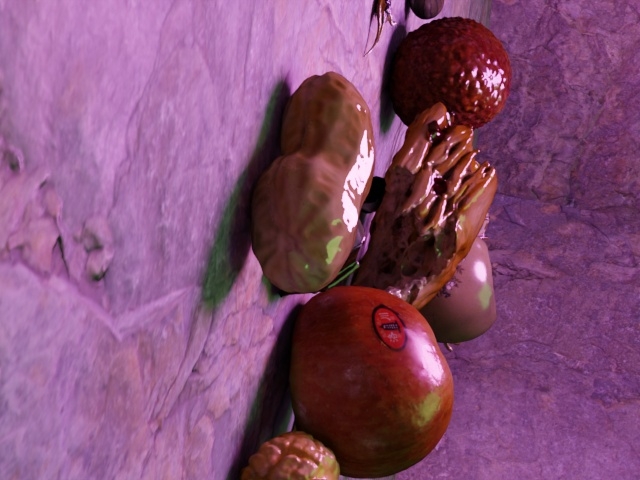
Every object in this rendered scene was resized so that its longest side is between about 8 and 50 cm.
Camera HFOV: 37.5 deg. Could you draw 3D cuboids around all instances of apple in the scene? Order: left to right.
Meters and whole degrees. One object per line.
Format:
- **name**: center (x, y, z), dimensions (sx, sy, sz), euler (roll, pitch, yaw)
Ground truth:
- **apple**: center (0.082, 0.219, 1.489), dimensions (0.277, 0.250, 0.309), euler (71, 15, -64)

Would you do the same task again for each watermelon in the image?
- **watermelon**: center (0.215, -0.495, 1.912), dimensions (0.110, 0.078, 0.078), euler (85, 21, -56)

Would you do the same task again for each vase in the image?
- **vase**: center (0.206, 0.066, 1.998), dimensions (0.241, 0.303, 0.329), euler (67, 16, -61)

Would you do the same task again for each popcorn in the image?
- **popcorn**: center (-0.036, 0.359, 1.355), dimensions (0.170, 0.180, 0.179), euler (-97, -170, -63)

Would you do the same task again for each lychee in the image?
- **lychee**: center (0.259, -0.324, 1.896), dimensions (0.260, 0.261, 0.260), euler (11, 90, -77)

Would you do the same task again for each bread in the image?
- **bread**: center (0.194, -0.026, 1.745), dimensions (0.314, 0.192, 0.369), euler (89, 26, -67)

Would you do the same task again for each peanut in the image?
- **peanut**: center (-0.005, -0.077, 1.189), dimensions (0.147, 0.147, 0.305), euler (81, 24, -57)

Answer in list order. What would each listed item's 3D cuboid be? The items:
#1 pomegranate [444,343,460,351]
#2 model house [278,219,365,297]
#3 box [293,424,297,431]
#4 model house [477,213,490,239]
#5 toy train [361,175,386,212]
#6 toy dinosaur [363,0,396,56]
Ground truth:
- **pomegranate**: center (0.235, 0.138, 2.180), dimensions (0.211, 0.263, 0.211), euler (-42, 158, -22)
- **model house**: center (-0.010, 0.024, 1.382), dimensions (0.165, 0.106, 0.152), euler (-30, 156, -24)
- **box**: center (-0.012, 0.350, 1.732), dimensions (0.187, 0.047, 0.334), euler (64, 40, -70)
- **model house**: center (0.326, -0.066, 2.531), dimensions (0.206, 0.178, 0.271), euler (102, -24, -47)
- **toy train**: center (0.095, -0.077, 1.813), dimensions (0.252, 0.055, 0.048), euler (-38, 147, -70)
- **toy dinosaur**: center (0.112, -0.400, 1.640), dimensions (0.058, 0.037, 0.180), euler (14, 80, -54)
